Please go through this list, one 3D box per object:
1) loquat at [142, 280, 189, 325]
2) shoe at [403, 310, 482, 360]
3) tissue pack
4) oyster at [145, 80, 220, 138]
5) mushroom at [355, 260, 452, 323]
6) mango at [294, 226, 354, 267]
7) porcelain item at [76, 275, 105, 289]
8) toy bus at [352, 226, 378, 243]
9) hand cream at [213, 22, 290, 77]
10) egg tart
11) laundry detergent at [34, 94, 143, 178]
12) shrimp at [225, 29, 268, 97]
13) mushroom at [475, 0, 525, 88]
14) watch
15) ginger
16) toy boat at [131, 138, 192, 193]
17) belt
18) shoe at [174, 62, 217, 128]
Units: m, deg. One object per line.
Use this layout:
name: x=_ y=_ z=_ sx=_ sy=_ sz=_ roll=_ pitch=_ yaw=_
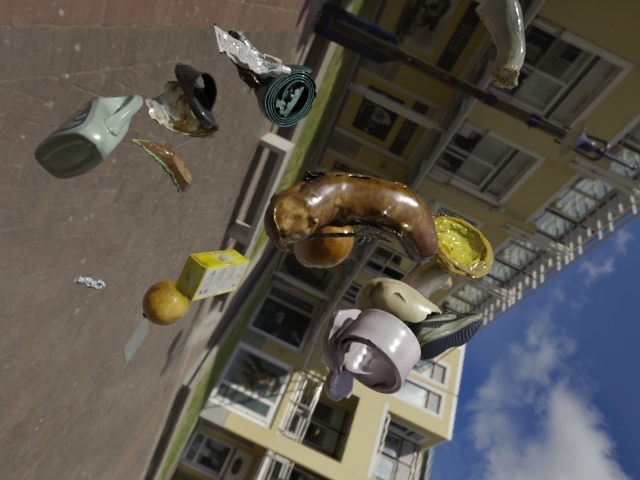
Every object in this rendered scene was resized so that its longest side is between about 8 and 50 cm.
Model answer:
loquat: x=-0.506 y=0.205 z=1.444 sx=0.163 sy=0.137 sz=0.163 roll=-25 pitch=-149 yaw=17
shoe: x=0.313 y=0.225 z=1.147 sx=0.228 sy=0.112 sz=0.099 roll=-17 pitch=127 yaw=-27
tissue pack: x=-0.260 y=0.080 z=1.076 sx=0.095 sy=0.062 sz=0.176 roll=-62 pitch=162 yaw=15
oyster: x=-0.573 y=-0.537 z=1.840 sx=0.100 sy=0.275 sz=0.271 roll=-55 pitch=131 yaw=-72
mushroom: x=0.291 y=0.250 z=1.502 sx=0.315 sy=0.356 sz=0.315 roll=2 pitch=-87 yaw=53
mango: x=0.000 y=0.000 z=1.573 sx=0.317 sy=0.173 sz=0.211 roll=-26 pitch=-118 yaw=60
porcelain item: x=-0.738 y=0.138 z=1.419 sx=0.028 sy=0.083 sz=0.036 roll=-2 pitch=-108 yaw=55
toy bus: x=0.191 y=-0.099 z=1.907 sx=0.133 sy=0.165 sz=0.276 roll=-60 pitch=167 yaw=24
hand cream: x=-0.184 y=-0.502 z=1.205 sx=0.050 sy=0.257 sz=0.084 roll=-17 pitch=-103 yaw=40
egg tart: x=0.446 y=0.025 z=1.486 sx=0.279 sy=0.279 sz=0.095 roll=-65 pitch=178 yaw=-46
laundry detergent: x=-0.524 y=-0.276 z=1.053 sx=0.215 sy=0.105 sz=0.280 roll=-14 pitch=-142 yaw=26
shrimp: x=-0.255 y=-0.705 z=1.829 sx=0.137 sy=0.372 sz=0.172 roll=-5 pitch=-139 yaw=42
mushroom: x=0.446 y=-0.501 z=1.071 sx=0.099 sy=0.096 sz=0.277 roll=152 pitch=-67 yaw=-67
watch: x=0.124 y=0.296 z=1.089 sx=0.211 sy=0.218 sz=0.248 roll=-41 pitch=126 yaw=-38
ginger: x=0.059 y=-0.042 z=0.694 sx=0.107 sy=0.309 sz=0.133 roll=134 pitch=-45 yaw=-61
toy boat: x=-0.583 y=-0.293 z=1.679 sx=0.293 sy=0.099 sz=0.108 roll=58 pitch=19 yaw=-50
belt: x=-0.130 y=-0.591 z=1.779 sx=0.267 sy=0.206 sz=0.116 roll=-47 pitch=-136 yaw=2
shoe: x=-0.341 y=-0.435 z=1.283 sx=0.093 sy=0.241 sz=0.108 roll=-31 pitch=152 yaw=10
